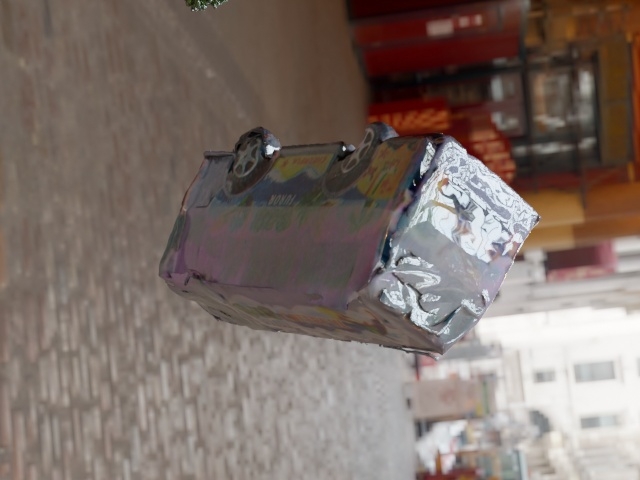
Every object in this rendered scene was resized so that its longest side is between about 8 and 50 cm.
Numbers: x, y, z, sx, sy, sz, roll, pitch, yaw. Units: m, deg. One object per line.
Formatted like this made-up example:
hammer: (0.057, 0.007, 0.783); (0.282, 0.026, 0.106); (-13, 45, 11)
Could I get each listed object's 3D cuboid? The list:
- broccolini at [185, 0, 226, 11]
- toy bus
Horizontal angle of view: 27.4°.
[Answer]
broccolini: (-0.074, -0.169, 0.640); (0.140, 0.035, 0.030); (68, 38, -49)
toy bus: (0.000, 0.000, 0.911); (0.112, 0.317, 0.138); (37, 72, -25)
